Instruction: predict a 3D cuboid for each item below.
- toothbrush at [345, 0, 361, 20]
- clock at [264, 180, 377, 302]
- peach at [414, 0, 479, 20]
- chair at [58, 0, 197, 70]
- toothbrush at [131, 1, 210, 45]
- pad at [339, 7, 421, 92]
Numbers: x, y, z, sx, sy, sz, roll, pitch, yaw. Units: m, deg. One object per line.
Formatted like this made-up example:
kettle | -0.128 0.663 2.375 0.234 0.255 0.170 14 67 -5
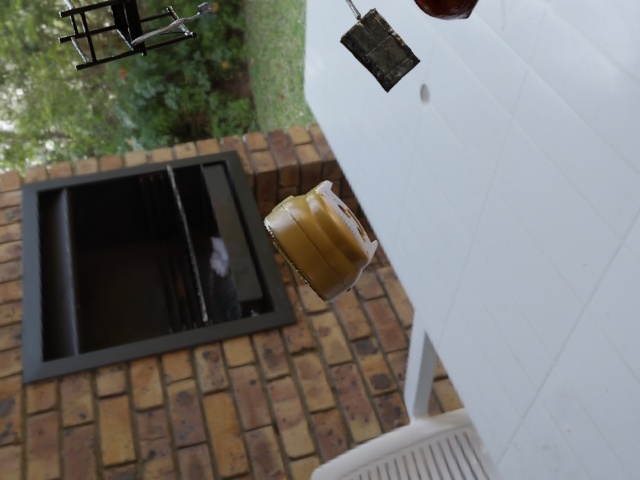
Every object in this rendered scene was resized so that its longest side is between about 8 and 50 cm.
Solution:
toothbrush | 0.051 -0.573 1.484 0.014 0.017 0.194 92 155 -57
clock | 0.000 0.000 1.386 0.244 0.200 0.317 49 -176 -1
peach | 0.286 -0.586 1.432 0.197 0.197 0.198 169 90 -77
chair | -0.406 -0.465 1.325 0.155 0.260 0.142 51 154 36
toothbrush | -0.274 -0.401 1.191 0.013 0.193 0.019 19 137 35
pad | 0.191 -0.607 2.047 0.233 0.174 0.022 47 164 -6
